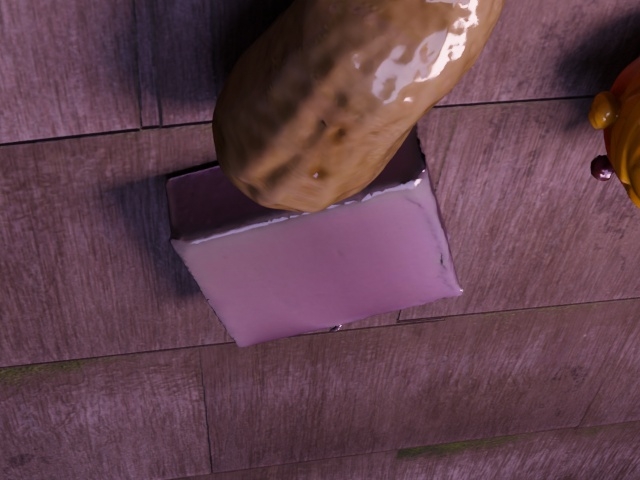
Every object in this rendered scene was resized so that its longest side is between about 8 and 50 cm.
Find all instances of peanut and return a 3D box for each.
[{"bbox_3d":[0.036,-0.162,1.161,0.169,0.192,0.387,42,136,-3],"label":"peanut"}]

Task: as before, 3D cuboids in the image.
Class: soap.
[{"bbox_3d":[0.000,0.000,1.498,0.296,0.107,0.285,-14,150,5],"label":"soap"}]

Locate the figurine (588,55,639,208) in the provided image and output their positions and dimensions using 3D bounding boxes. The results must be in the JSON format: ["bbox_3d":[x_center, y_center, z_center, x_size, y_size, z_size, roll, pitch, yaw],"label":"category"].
[{"bbox_3d":[0.434,-0.126,1.338,0.323,0.196,0.320,-27,103,12],"label":"figurine"}]
